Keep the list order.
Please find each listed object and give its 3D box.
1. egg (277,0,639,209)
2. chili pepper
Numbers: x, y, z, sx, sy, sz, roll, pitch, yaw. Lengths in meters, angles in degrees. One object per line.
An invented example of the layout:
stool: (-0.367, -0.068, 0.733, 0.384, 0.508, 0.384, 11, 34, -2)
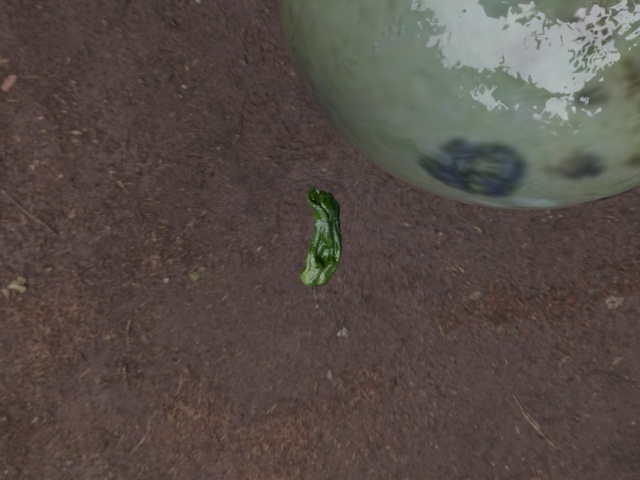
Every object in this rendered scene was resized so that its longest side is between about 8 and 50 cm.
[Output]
egg: (0.144, -0.202, 0.559, 0.345, 0.345, 0.428, -34, 49, 6)
chili pepper: (0.002, 0.000, 0.560, 0.034, 0.030, 0.091, 8, 105, 8)
